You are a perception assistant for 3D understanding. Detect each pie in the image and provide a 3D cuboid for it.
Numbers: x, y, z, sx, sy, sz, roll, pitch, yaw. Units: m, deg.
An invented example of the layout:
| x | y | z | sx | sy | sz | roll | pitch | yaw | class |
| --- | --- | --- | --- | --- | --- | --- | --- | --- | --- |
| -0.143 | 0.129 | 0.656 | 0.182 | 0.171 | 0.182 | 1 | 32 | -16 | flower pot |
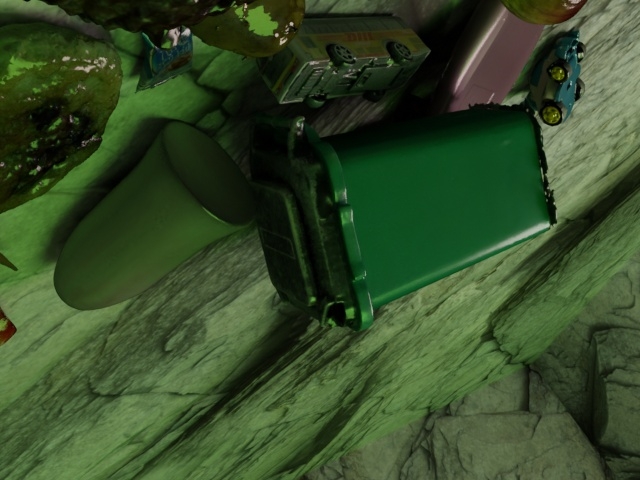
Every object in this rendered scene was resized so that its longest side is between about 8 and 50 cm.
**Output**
| x | y | z | sx | sy | sz | roll | pitch | yaw | class |
| --- | --- | --- | --- | --- | --- | --- | --- | --- | --- |
| -0.353 | -0.118 | 1.237 | 0.323 | 0.070 | 0.323 | -30 | 158 | -13 | pie |

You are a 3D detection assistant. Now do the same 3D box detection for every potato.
| x | y | z | sx | sy | sz | roll | pitch | yaw | class |
| --- | --- | --- | --- | --- | --- | --- | --- | --- | --- |
| -0.094 | -0.277 | 1.215 | 0.137 | 0.137 | 0.176 | -36 | 137 | 4 | potato |

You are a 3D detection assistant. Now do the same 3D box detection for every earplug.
| x | y | z | sx | sy | sz | roll | pitch | yaw | class |
| --- | --- | --- | --- | --- | --- | --- | --- | --- | --- |
| -0.253 | -0.005 | 1.507 | 0.301 | 0.172 | 0.172 | -38 | 158 | 22 | earplug |

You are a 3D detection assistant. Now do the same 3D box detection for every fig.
| x | y | z | sx | sy | sz | roll | pitch | yaw | class |
| --- | --- | --- | --- | --- | --- | --- | --- | --- | --- |
| 0.269 | -0.382 | 1.530 | 0.230 | 0.160 | 0.143 | 2 | -172 | 0 | fig |

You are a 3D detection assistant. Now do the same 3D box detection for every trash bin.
| x | y | z | sx | sy | sz | roll | pitch | yaw | class |
| --- | --- | --- | --- | --- | --- | --- | --- | --- | --- |
| 0.106 | -0.072 | 1.545 | 0.381 | 0.295 | 0.259 | -18 | -165 | -19 | trash bin |

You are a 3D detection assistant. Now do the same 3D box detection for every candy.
| x | y | z | sx | sy | sz | roll | pitch | yaw | class |
| --- | --- | --- | --- | --- | --- | --- | --- | --- | --- |
| -0.181 | -0.227 | 1.304 | 0.088 | 0.038 | 0.136 | -37 | 164 | -29 | candy |

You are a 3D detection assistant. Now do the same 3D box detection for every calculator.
| x | y | z | sx | sy | sz | roll | pitch | yaw | class |
| --- | --- | --- | --- | --- | --- | --- | --- | --- | --- |
| 0.260 | -0.274 | 1.704 | 0.194 | 0.043 | 0.294 | 4 | 117 | -57 | calculator |

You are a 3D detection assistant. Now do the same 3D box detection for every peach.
| x | y | z | sx | sy | sz | roll | pitch | yaw | class |
| --- | --- | --- | --- | --- | --- | --- | --- | --- | --- |
| -0.469 | 0.123 | 1.592 | 0.077 | 0.050 | 0.083 | -4 | 139 | -53 | peach |

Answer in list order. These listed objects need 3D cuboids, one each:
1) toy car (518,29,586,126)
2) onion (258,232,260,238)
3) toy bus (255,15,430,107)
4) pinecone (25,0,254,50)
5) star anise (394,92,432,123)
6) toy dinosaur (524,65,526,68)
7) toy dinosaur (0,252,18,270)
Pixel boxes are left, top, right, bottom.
| x | y | z | sx | sy | sz | roll | pitch | yaw | class |
| --- | --- | --- | --- | --- | --- | --- | --- | --- | --- |
| 0.408 | -0.290 | 1.964 | 0.126 | 0.098 | 0.161 | -50 | 143 | -45 | toy car |
| 0.000 | 0.000 | 1.759 | 0.195 | 0.218 | 0.140 | 21 | 116 | -35 | onion |
| 0.033 | -0.245 | 1.476 | 0.268 | 0.106 | 0.092 | -14 | 151 | -46 | toy bus |
| -0.154 | -0.302 | 0.913 | 0.298 | 0.242 | 0.296 | -13 | 145 | -18 | pinecone |
| 0.168 | -0.140 | 1.823 | 0.220 | 0.126 | 0.190 | -48 | 144 | -5 | star anise |
| 0.303 | -0.280 | 1.863 | 0.096 | 0.059 | 0.132 | -53 | 161 | 20 | toy dinosaur |
| -0.433 | -0.004 | 1.394 | 0.162 | 0.039 | 0.126 | -6 | 135 | -50 | toy dinosaur |
